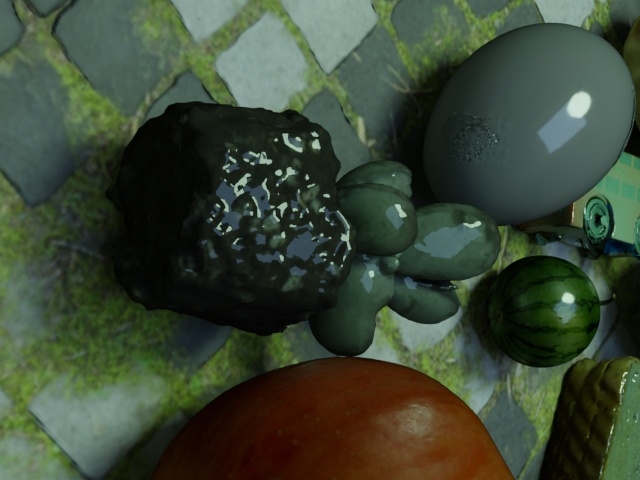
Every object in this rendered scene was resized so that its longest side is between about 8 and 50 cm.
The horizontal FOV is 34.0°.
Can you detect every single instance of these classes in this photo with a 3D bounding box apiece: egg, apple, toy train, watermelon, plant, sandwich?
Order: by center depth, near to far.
[{"bbox_3d":[0.023,0.191,0.672,0.241,0.242,0.242,-21,105,-42],"label":"apple"},{"bbox_3d":[0.000,0.000,0.707,0.275,0.146,0.149,14,79,-40],"label":"plant"},{"bbox_3d":[0.166,-0.093,0.847,0.199,0.146,0.146,-40,117,-16],"label":"egg"},{"bbox_3d":[0.195,0.061,0.911,0.109,0.109,0.109,-1,92,-41],"label":"watermelon"},{"bbox_3d":[0.256,-0.036,0.974,0.188,0.072,0.099,14,82,-40],"label":"toy train"},{"bbox_3d":[0.312,0.221,1.032,0.215,0.065,0.186,29,72,-38],"label":"sandwich"}]

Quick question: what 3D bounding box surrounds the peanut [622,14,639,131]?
[{"bbox_3d":[0.400,-0.104,1.056,0.147,0.148,0.319,-54,125,-26],"label":"peanut"}]
